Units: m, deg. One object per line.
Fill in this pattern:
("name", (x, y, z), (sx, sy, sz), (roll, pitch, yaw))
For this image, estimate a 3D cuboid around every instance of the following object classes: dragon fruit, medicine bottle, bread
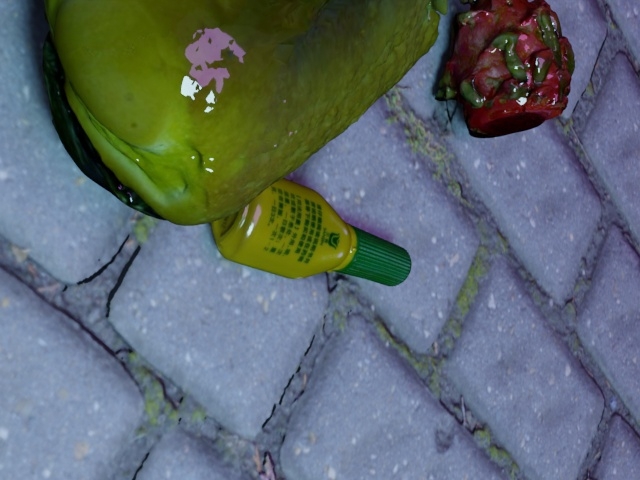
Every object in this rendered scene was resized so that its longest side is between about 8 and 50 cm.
("dragon fruit", (0.215, -0.221, 1.287), (0.167, 0.160, 0.171), (-5, 76, -11))
("medicine bottle", (0.000, 0.000, 1.107), (0.261, 0.064, 0.094), (19, 78, -44))
("bread", (-0.057, -0.177, 0.924), (0.376, 0.208, 0.251), (-39, 139, -36))
